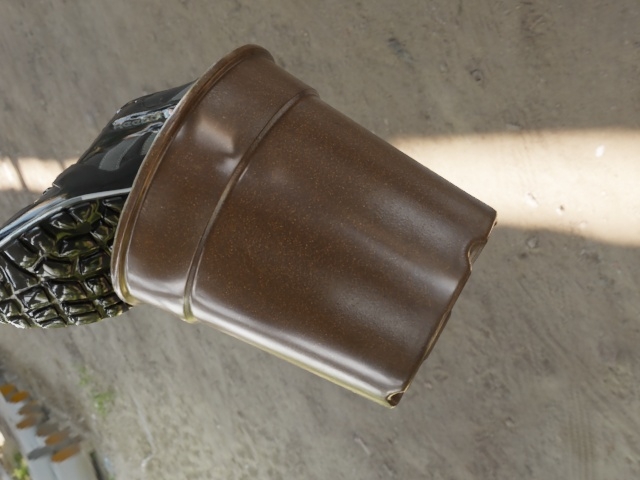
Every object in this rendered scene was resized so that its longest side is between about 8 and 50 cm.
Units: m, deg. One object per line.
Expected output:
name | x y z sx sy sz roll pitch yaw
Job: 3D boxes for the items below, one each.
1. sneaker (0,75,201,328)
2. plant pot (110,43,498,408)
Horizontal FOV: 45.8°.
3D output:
sneaker | -0.138 -0.043 0.580 0.124 0.283 0.107 42 157 41
plant pot | 0.000 0.000 0.431 0.165 0.167 0.167 27 140 9
